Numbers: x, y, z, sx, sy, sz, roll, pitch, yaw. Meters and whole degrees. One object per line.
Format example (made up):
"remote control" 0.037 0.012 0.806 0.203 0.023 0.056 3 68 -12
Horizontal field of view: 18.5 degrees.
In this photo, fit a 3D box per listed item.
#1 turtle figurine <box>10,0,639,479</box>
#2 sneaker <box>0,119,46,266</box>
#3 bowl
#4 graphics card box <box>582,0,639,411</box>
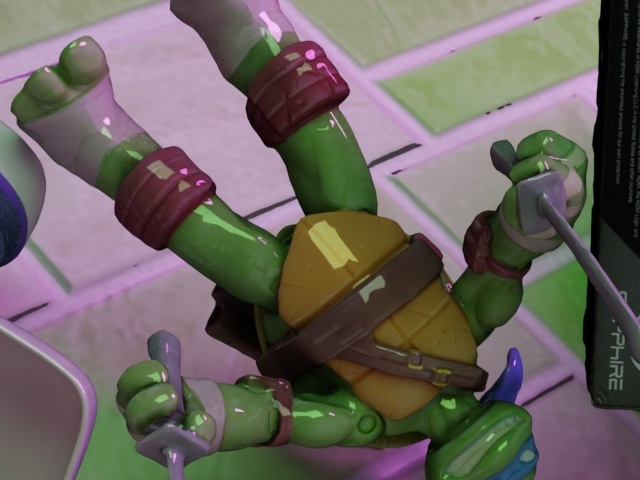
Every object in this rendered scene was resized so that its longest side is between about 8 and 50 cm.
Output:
"turtle figurine" 0.000 0.000 0.808 0.266 0.198 0.275 50 24 8
"sneaker" -0.289 0.029 0.810 0.323 0.130 0.236 13 51 -11
"bowl" -0.164 0.082 0.791 0.142 0.142 0.053 28 11 8
"graphics card box" 0.298 -0.040 0.813 0.371 0.232 0.094 1 13 5
